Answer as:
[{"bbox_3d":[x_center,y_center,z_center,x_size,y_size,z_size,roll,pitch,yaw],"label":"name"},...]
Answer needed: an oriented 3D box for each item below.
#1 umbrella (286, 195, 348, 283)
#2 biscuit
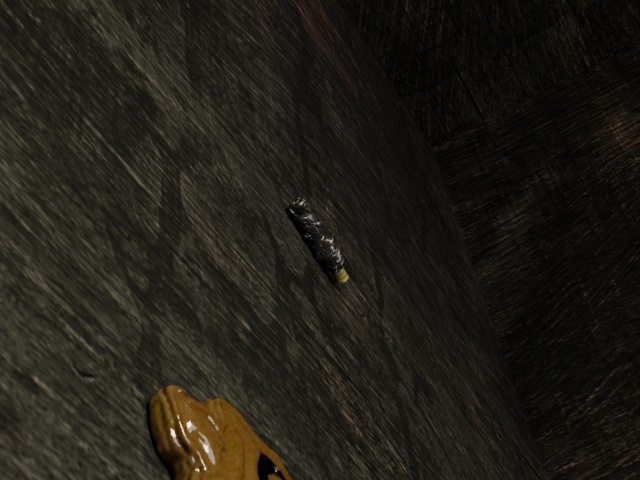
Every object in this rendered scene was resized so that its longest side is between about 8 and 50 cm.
[{"bbox_3d":[0.000,0.000,1.515,0.144,0.040,0.037,59,6,-22],"label":"umbrella"},{"bbox_3d":[-0.052,0.239,0.886,0.290,0.041,0.208,59,13,-18],"label":"biscuit"}]
